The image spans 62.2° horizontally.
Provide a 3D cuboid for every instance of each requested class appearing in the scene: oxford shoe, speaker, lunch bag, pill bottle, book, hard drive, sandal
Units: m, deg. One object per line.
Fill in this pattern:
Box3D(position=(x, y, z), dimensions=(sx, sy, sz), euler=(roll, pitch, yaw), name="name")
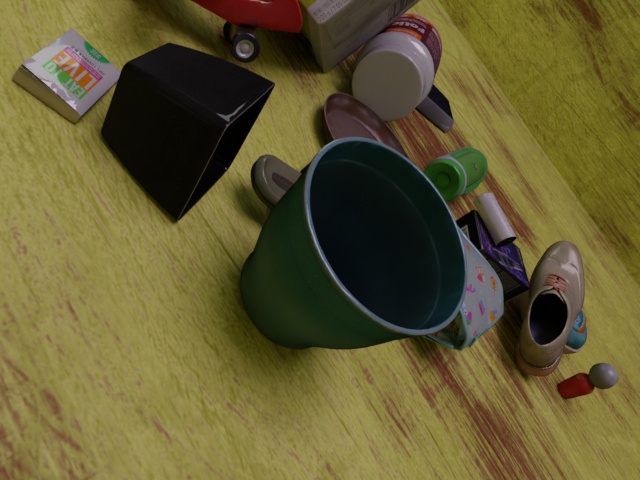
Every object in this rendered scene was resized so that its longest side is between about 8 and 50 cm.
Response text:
Box3D(position=(0.597, 0.142, 1.336), dimensions=(0.147, 0.140, 0.397), euler=(76, 34, -52), name="oxford shoe")
Box3D(position=(0.398, -0.197, 1.547), dimensions=(0.131, 0.131, 0.296), euler=(56, 34, 4), name="speaker")
Box3D(position=(0.254, 0.089, 1.096), dimensions=(0.223, 0.160, 0.262), euler=(-12, 64, -54), name="lunch bag")
Box3D(position=(0.222, -0.500, 1.519), dimensions=(0.224, 0.224, 0.392), euler=(44, 35, -13), name="pill bottle")
Box3D(position=(0.439, -0.052, 1.335), dimensions=(0.055, 0.055, 0.136), euler=(8, 53, -46), name="speaker")
Box3D(position=(-0.362, -0.242, 0.777), dimensions=(0.096, 0.035, 0.144), euler=(41, 34, -24), name="book")
Box3D(position=(0.365, -0.500, 1.838), dimensions=(0.254, 0.054, 0.172), euler=(32, 40, -28), name="hard drive")
Box3D(position=(0.013, -0.065, 0.941), dimensions=(0.302, 0.086, 0.120), euler=(26, 46, -39), name="sandal")

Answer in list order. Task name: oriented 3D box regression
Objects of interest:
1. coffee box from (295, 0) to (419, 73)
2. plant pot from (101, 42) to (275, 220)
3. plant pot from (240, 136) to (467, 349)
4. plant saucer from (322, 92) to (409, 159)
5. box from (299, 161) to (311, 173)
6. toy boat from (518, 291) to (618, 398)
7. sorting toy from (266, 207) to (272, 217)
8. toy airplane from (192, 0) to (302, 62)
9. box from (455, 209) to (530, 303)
Box3D(position=(0.038, -0.674, 1.251), dimensions=(0.334, 0.337, 0.338), euler=(53, 3, 2), name="coffee box")
Box3D(position=(-0.204, -0.180, 0.786), dimensions=(0.167, 0.187, 0.188), euler=(35, 37, -5), name="plant pot")
Box3D(position=(0.019, 0.035, 0.758), dimensions=(0.271, 0.255, 0.272), euler=(19, 56, -31), name="plant pot")
Box3D(position=(0.111, -0.224, 1.300), dimensions=(0.310, 0.050, 0.311), euler=(31, 39, -30), name="plant saucer")
Box3D(position=(0.054, -0.094, 1.128), dimensions=(0.207, 0.036, 0.114), euler=(49, 34, -6), name="box")
Box3D(position=(0.682, 0.266, 1.450), dimensions=(0.267, 0.148, 0.318), euler=(24, 43, -36), name="toy boat")
Box3D(position=(0.000, 0.000, 0.987), dimensions=(0.208, 0.038, 0.193), euler=(57, 34, -2), name="sorting toy")
Box3D(position=(-0.228, -0.547, 0.982), dimensions=(0.386, 0.272, 0.384), euler=(41, 22, 11), name="toy airplane")
Box3D(position=(0.433, 0.047, 1.386), dimensions=(0.207, 0.108, 0.153), euler=(34, 38, -25), name="box")
